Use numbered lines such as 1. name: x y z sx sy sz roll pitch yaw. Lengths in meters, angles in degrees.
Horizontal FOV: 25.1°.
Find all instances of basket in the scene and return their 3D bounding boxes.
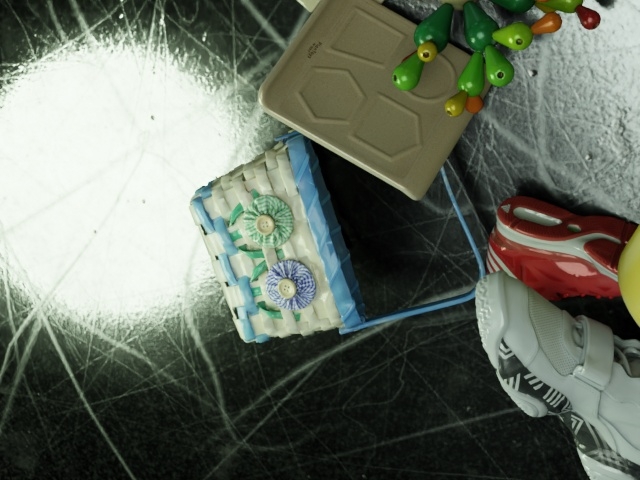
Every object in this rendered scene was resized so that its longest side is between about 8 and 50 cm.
1. basket: 0.018 -0.011 1.626 0.289 0.201 0.254 -22 96 0

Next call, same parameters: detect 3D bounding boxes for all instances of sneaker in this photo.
1. sneaker: 0.291 0.038 1.618 0.221 0.087 0.128 24 136 9
2. sneaker: 0.334 0.134 1.562 0.210 0.137 0.366 -30 119 24

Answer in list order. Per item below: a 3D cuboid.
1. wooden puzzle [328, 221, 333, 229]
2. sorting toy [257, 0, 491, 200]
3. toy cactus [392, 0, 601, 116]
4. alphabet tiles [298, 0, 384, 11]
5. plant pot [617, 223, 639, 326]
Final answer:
1. wooden puzzle: 0.000 0.000 1.743 0.049 0.006 0.083 -27 99 28
2. sorting toy: 0.060 -0.163 1.562 0.208 0.193 0.038 32 153 1
3. toy cactus: 0.169 -0.236 1.526 0.219 0.112 0.180 -29 65 11
4. alphabet tiles: -0.015 -0.430 1.577 0.342 0.011 0.285 42 119 2
5. plant pot: 0.432 -0.001 1.450 0.254 0.254 0.239 41 135 2
